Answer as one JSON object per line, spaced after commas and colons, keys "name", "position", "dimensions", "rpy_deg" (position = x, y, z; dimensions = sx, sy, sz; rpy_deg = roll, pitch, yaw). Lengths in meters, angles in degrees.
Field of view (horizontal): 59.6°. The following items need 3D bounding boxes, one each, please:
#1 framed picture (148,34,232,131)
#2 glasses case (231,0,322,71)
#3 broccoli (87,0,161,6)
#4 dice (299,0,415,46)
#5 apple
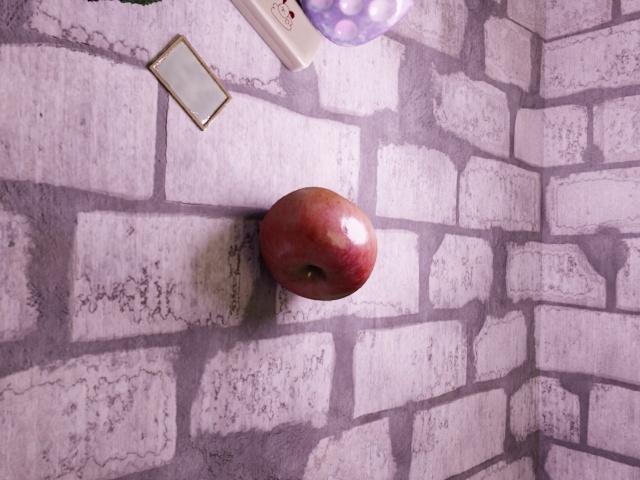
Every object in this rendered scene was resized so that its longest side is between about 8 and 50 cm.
{"name": "framed picture", "position": [-0.322, -0.396, 1.412], "dimensions": [0.201, 0.010, 0.136], "rpy_deg": [50, 58, -31]}
{"name": "glasses case", "position": [-0.125, -0.628, 1.559], "dimensions": [0.313, 0.070, 0.131], "rpy_deg": [45, 61, -35]}
{"name": "broccoli", "position": [-0.423, -0.640, 1.161], "dimensions": [0.275, 0.308, 0.308], "rpy_deg": [-74, 148, -70]}
{"name": "dice", "position": [0.102, -0.750, 1.605], "dimensions": [0.271, 0.270, 0.270], "rpy_deg": [43, 44, -36]}
{"name": "apple", "position": [0.000, 0.000, 1.522], "dimensions": [0.345, 0.345, 0.269], "rpy_deg": [46, 41, -34]}
